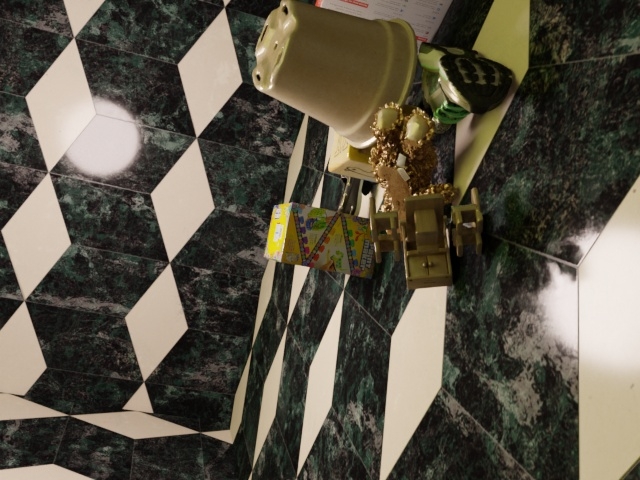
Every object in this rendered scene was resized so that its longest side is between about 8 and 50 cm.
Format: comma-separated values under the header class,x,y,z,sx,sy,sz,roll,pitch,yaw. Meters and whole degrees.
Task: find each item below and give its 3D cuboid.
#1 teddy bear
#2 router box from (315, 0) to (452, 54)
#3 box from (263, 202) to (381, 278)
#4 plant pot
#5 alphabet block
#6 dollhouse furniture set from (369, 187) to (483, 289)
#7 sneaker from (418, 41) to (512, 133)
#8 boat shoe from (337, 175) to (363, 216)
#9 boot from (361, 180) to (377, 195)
class,x,y,z,sx,sy,sz,roll,pitch,yaw
teddy bear,0.209,-0.160,1.589,0.245,0.113,0.338,2,118,46
router box,0.181,-0.672,1.805,0.301,0.335,0.082,117,158,-46
box,0.000,0.000,2.078,0.290,0.279,0.177,-175,96,-75
plant pot,0.014,-0.425,1.658,0.334,0.305,0.334,-38,45,52
alphabet block,0.148,-0.281,1.920,0.197,0.192,0.193,162,117,-75
dollhouse furniture set,0.217,-0.032,1.419,0.242,0.212,0.161,75,-168,-54
sneaker,0.302,-0.312,1.495,0.410,0.158,0.182,-93,9,-65
boat shoe,0.096,-0.186,2.116,0.081,0.068,0.228,128,150,-74
boot,0.153,-0.181,2.112,0.121,0.045,0.099,-90,18,-51
